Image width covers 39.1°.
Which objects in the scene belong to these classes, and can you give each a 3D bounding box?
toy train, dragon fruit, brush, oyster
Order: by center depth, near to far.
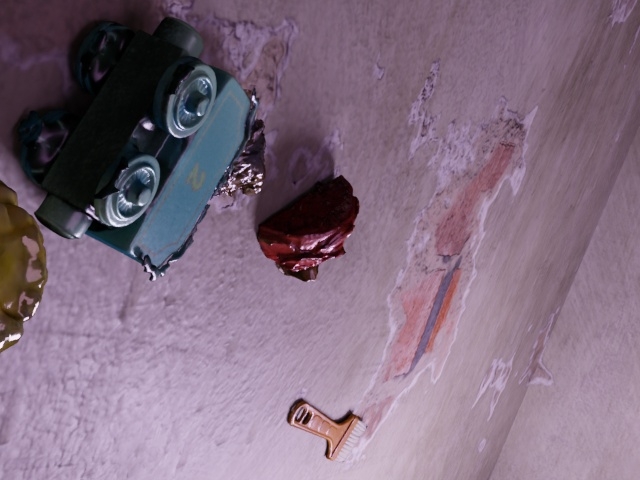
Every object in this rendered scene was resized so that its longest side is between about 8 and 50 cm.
[{"bbox_3d":[-0.150,-0.080,0.766,0.203,0.112,0.163,-59,159,-8],"label":"toy train"},{"bbox_3d":[-0.085,-0.089,0.933,0.103,0.051,0.148,-52,162,-7],"label":"oyster"},{"bbox_3d":[0.000,0.000,1.130,0.162,0.083,0.106,-39,147,-43],"label":"dragon fruit"},{"bbox_3d":[0.011,0.311,1.488,0.090,0.017,0.314,-59,152,-9],"label":"brush"}]

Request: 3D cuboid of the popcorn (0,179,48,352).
[{"bbox_3d":[-0.269,0.009,0.583,0.168,0.173,0.195,-36,139,-20],"label":"popcorn"}]
